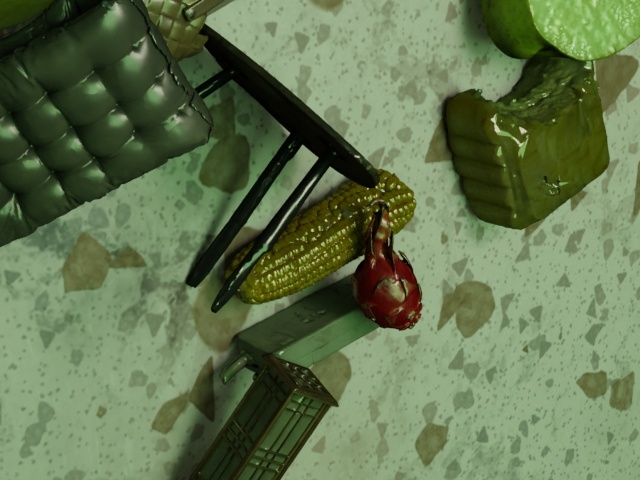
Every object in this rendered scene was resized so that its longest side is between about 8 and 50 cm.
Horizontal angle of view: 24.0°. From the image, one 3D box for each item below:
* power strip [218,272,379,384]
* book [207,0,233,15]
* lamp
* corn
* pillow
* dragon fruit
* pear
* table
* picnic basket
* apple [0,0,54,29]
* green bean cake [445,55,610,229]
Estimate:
[{"bbox_3d":[-0.018,0.126,2.050,0.288,0.093,0.053,-27,121,-34],"label":"power strip"},{"bbox_3d":[-0.150,-0.368,1.851,0.127,0.014,0.181,-36,122,-29],"label":"book"},{"bbox_3d":[-0.110,0.306,1.962,0.089,0.090,0.325,24,104,-42],"label":"lamp"},{"bbox_3d":[0.003,0.001,2.029,0.313,0.102,0.102,-34,122,-29],"label":"corn"},{"bbox_3d":[-0.305,-0.133,1.635,0.326,0.101,0.228,-24,129,8],"label":"pillow"},{"bbox_3d":[0.079,0.035,2.006,0.094,0.094,0.190,-29,112,-32],"label":"dragon fruit"},{"bbox_3d":[0.345,-0.366,2.167,0.292,0.159,0.292,-2,95,-25],"label":"pear"},{"bbox_3d":[-0.110,-0.062,1.849,0.249,0.317,0.317,-48,129,-3],"label":"table"},{"bbox_3d":[-0.170,-0.277,1.713,0.178,0.128,0.137,-36,132,-28],"label":"picnic basket"},{"bbox_3d":[-0.368,-0.367,1.459,0.357,0.357,0.357,-13,110,-38],"label":"apple"},{"bbox_3d":[0.316,-0.157,2.236,0.236,0.124,0.233,-35,122,-28],"label":"green bean cake"}]
